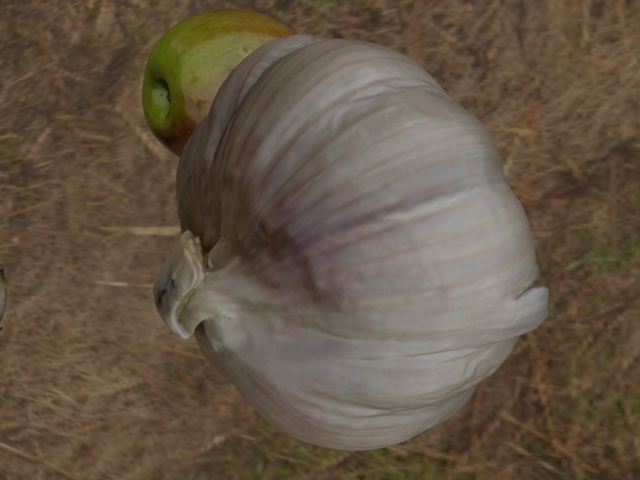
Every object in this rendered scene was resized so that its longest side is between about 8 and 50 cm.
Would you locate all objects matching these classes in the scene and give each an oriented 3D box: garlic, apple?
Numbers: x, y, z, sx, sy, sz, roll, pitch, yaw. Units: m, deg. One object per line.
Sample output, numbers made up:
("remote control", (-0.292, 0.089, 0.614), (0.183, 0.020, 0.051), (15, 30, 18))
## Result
("garlic", (0.013, -0.005, 1.100), (0.241, 0.322, 0.322), (-2, 92, -60))
("apple", (-0.107, -0.170, 1.671), (0.196, 0.196, 0.196), (0, 90, -24))

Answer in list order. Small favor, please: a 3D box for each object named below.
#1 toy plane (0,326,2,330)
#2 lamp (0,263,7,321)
("toy plane", (-0.411, 0.127, 1.721), (0.049, 0.120, 0.031), (38, 117, -14))
("lamp", (-0.525, 0.054, 1.823), (0.274, 0.177, 0.177), (17, 83, -41))
